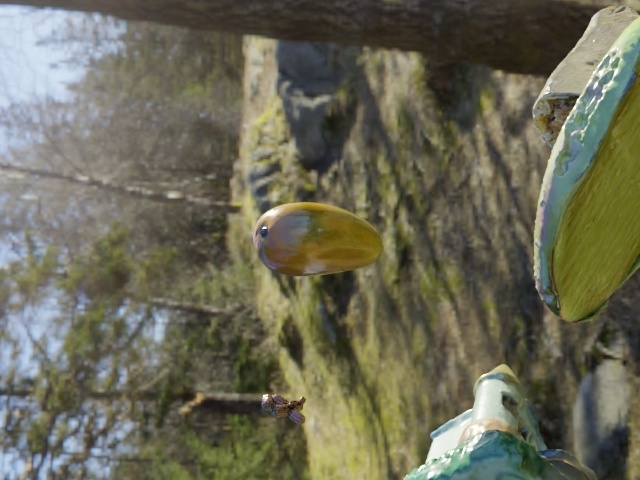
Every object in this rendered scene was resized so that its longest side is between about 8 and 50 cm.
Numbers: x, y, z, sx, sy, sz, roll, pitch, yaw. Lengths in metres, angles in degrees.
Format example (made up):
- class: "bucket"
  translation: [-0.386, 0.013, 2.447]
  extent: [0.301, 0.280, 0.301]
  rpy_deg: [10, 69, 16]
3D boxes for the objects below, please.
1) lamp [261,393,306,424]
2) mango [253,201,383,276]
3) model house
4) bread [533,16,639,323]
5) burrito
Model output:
- class: "lamp"
  translation: [-0.066, 0.294, 1.662]
  extent: [0.063, 0.083, 0.031]
  rpy_deg: [-98, 29, -65]
- class: "mango"
  translation: [-0.002, -0.001, 1.163]
  extent: [0.111, 0.163, 0.089]
  rpy_deg: [86, -179, -74]
- class: "model house"
  translation: [0.259, 0.286, 1.179]
  extent: [0.194, 0.267, 0.325]
  rpy_deg: [-41, 8, 27]
- class: "bread"
  translation: [0.272, -0.065, 0.830]
  extent: [0.045, 0.301, 0.301]
  rpy_deg: [28, 133, 33]
- class: "burrito"
  translation: [0.358, -0.198, 1.180]
  extent: [0.299, 0.143, 0.105]
  rpy_deg: [-53, -56, -47]
